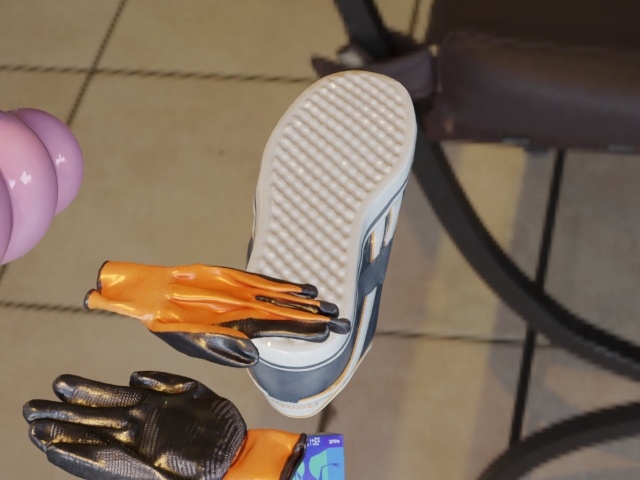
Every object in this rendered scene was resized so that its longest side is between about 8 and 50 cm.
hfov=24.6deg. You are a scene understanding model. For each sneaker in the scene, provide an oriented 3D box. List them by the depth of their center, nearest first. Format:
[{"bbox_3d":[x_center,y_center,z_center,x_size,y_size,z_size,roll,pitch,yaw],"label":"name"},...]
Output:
[{"bbox_3d":[0.000,0.000,1.228,0.126,0.127,0.321,12,51,9],"label":"sneaker"}]

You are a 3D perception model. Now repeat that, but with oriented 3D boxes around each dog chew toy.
[{"bbox_3d":[-0.378,-0.053,1.569,0.207,0.206,0.332,19,28,24],"label":"dog chew toy"}]

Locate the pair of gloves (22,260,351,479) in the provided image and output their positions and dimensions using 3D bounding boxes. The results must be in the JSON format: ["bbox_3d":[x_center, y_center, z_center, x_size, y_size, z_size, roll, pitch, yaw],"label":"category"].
[{"bbox_3d":[-0.034,0.035,0.387,0.074,0.010,0.083,8,40,11],"label":"pair of gloves"}]

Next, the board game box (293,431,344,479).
[{"bbox_3d":[-0.057,0.275,1.267,0.160,0.047,0.210,-1,86,-16],"label":"board game box"}]
